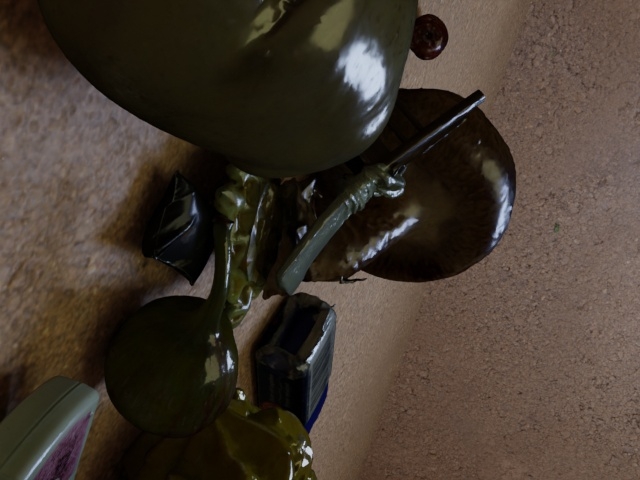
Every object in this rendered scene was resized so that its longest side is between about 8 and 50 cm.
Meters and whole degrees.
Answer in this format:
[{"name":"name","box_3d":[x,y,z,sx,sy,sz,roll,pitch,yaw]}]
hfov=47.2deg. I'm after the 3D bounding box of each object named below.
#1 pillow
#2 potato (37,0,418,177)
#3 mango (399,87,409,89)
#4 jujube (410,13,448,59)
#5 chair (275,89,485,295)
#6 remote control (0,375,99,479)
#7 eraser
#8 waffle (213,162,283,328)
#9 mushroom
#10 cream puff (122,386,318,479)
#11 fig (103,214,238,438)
[{"name":"pillow","box_3d":[-0.141,-0.009,0.756,0.090,0.048,0.150,-57,167,-6]},{"name":"potato","box_3d":[-0.046,-0.181,0.512,0.326,0.221,0.243,22,82,-62]},{"name":"mango","box_3d":[0.149,-0.215,1.318,0.233,0.111,0.125,-49,162,-44]},{"name":"jujube","box_3d":[0.198,-0.368,1.336,0.129,0.077,0.077,-23,134,-75]},{"name":"chair","box_3d":[0.021,-0.106,0.886,0.319,0.186,0.160,-41,176,-1]},{"name":"remote control","box_3d":[-0.274,0.281,0.622,0.145,0.050,0.344,-63,175,-70]},{"name":"eraser","box_3d":[-0.043,0.241,1.330,0.332,0.102,0.155,95,22,-51]},{"name":"waffle","box_3d":[-0.075,-0.024,0.844,0.204,0.054,0.223,-77,173,-55]},{"name":"mushroom","box_3d":[0.118,-0.064,1.085,0.356,0.334,0.331,-57,163,-66]},{"name":"cream puff","box_3d":[-0.127,0.319,0.935,0.324,0.291,0.257,5,78,-59]},{"name":"fig","box_3d":[-0.123,0.084,0.719,0.245,0.149,0.149,-59,172,34]}]
